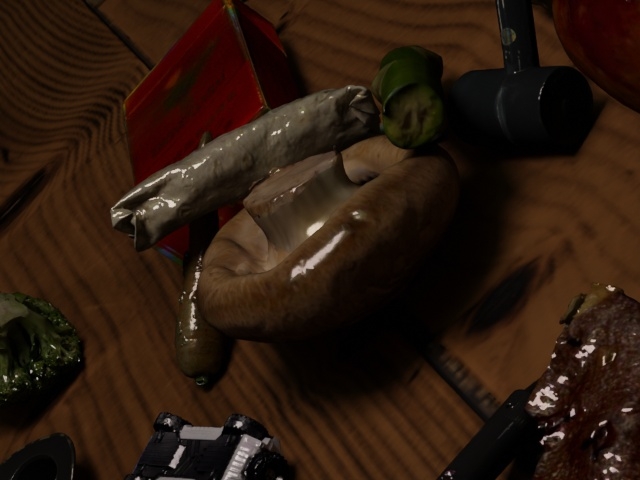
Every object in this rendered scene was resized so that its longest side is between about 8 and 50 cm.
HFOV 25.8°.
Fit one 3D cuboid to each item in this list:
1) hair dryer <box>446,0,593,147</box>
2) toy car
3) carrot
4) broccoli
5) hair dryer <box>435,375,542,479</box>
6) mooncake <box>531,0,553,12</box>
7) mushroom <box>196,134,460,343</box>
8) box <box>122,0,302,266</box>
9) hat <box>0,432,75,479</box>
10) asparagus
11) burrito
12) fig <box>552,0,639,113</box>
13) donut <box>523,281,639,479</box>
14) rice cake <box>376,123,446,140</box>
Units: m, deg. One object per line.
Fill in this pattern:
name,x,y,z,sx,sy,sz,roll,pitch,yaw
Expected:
hair dryer,0.164,-0.189,1.236,0.071,0.219,0.124,-20,18,-37
toy car,-0.093,0.197,1.196,0.171,0.070,0.080,-6,49,47
carrot,-0.115,0.015,1.364,0.049,0.049,0.254,-11,72,41
broccoli,-0.337,0.114,1.517,0.162,0.138,0.146,26,56,15
hair dryer,0.101,0.188,1.000,0.070,0.114,0.248,7,39,43
mooncake,0.279,-0.363,1.309,0.324,0.187,0.324,-27,37,22
mushroom,0.000,0.000,1.232,0.278,0.146,0.278,-30,18,11
box,-0.118,-0.127,1.547,0.197,0.089,0.313,-47,31,18
hat,-0.270,0.241,1.361,0.121,0.050,0.121,-23,43,23
asparagus,0.083,-0.135,1.270,0.277,0.067,0.060,-88,21,-74
burrito,-0.071,-0.071,1.332,0.275,0.082,0.059,-28,54,-5
fig,0.301,-0.193,1.078,0.224,0.224,0.263,-39,33,9
donut,0.184,0.175,0.884,0.151,0.112,0.295,7,60,48
rice cake,0.050,-0.094,1.399,0.171,0.033,0.029,-17,36,38
